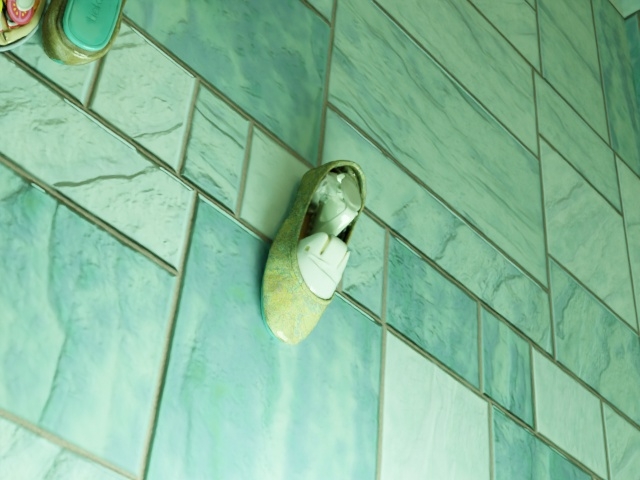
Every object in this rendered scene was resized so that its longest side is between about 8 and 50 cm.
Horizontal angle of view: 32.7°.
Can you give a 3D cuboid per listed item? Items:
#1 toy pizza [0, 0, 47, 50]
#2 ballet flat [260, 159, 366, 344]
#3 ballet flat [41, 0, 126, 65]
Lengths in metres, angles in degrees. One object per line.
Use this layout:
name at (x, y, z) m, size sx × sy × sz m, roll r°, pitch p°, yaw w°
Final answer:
toy pizza at (-0.406, -0.332, 1.325) m, size 0.201 × 0.032 × 0.201 m, roll 7°, pitch 81°, yaw -52°
ballet flat at (0.000, 0.000, 1.616) m, size 0.123 × 0.123 × 0.348 m, roll 45°, pitch 38°, yaw -24°
ballet flat at (-0.284, -0.371, 1.443) m, size 0.116 × 0.124 × 0.342 m, roll 30°, pitch 66°, yaw -31°
